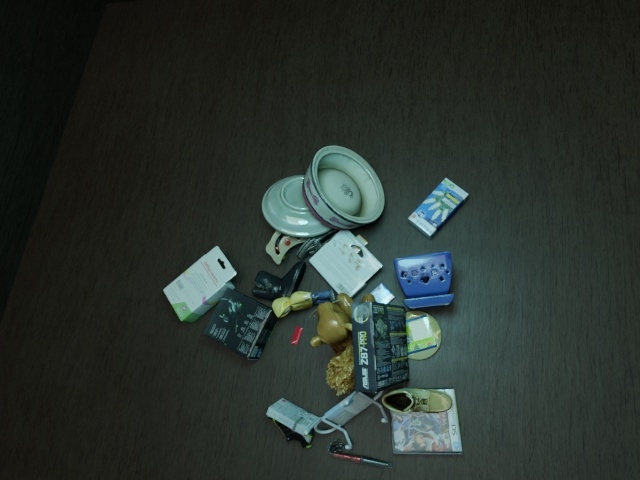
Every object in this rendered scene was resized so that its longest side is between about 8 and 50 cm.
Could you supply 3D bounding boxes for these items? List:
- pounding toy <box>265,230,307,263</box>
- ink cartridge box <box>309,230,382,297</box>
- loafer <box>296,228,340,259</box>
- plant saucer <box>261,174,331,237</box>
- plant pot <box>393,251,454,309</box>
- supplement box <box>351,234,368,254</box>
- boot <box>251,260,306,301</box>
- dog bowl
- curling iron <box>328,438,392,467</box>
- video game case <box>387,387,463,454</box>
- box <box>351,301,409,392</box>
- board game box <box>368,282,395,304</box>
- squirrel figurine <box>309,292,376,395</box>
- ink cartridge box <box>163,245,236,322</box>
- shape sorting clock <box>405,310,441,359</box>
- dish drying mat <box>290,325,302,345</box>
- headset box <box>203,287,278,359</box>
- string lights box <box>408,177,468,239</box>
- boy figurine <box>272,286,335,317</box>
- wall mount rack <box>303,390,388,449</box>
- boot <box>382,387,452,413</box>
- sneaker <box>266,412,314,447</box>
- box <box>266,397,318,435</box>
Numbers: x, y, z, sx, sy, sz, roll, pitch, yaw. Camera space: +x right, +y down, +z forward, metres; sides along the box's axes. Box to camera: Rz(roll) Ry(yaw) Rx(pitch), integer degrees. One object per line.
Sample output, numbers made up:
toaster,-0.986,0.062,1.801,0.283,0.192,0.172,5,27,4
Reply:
pounding toy,-0.156,-0.015,2.088,0.154,0.155,0.269,31,92,-7
ink cartridge box,0.119,0.110,1.970,0.239,0.060,0.275,-44,68,4
loafer,0.000,0.000,2.032,0.084,0.096,0.267,43,85,16
plant saucer,-0.084,-0.197,2.026,0.400,0.100,0.400,1,53,-1
plant pot,0.445,0.181,1.788,0.236,0.236,0.212,-8,77,11
supplement box,0.173,0.028,2.005,0.098,0.036,0.062,-44,67,-1
boot,-0.203,0.183,2.023,0.207,0.094,0.246,22,86,16
dog bowl,0.094,-0.229,1.943,0.150,0.408,0.408,-38,60,47
curling iron,0.161,0.890,1.740,0.274,0.035,0.068,11,76,18
video game case,0.423,0.737,1.720,0.275,0.035,0.248,-6,72,12
box,0.244,0.408,1.652,0.097,0.395,0.318,-6,77,28
board game box,0.277,0.255,1.917,0.090,0.020,0.090,-43,68,0
squirrel figurine,0.111,0.409,1.718,0.281,0.370,0.397,-20,72,11
ink cartridge box,-0.575,0.218,2.095,0.353,0.119,0.207,-40,67,1
shape sorting clock,0.416,0.409,1.821,0.206,0.040,0.206,-6,74,20
dish drying mat,-0.112,0.445,1.965,0.032,0.008,0.083,16,78,19
headset box,-0.376,0.387,1.985,0.283,0.131,0.246,22,80,20
string lights box,0.542,-0.145,1.942,0.133,0.077,0.260,42,87,21
boy figurine,-0.076,0.278,1.907,0.285,0.177,0.092,-11,68,-9
wall mount rack,0.097,0.694,1.662,0.350,0.304,0.130,-42,35,12
boot,0.378,0.626,1.637,0.262,0.203,0.095,2,74,17
sneaker,-0.141,0.818,1.815,0.234,0.084,0.097,19,80,19
box,-0.118,0.749,1.796,0.186,0.145,0.038,22,93,19
